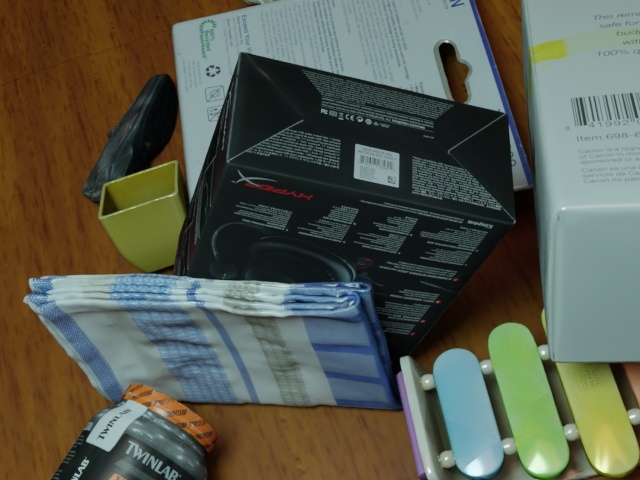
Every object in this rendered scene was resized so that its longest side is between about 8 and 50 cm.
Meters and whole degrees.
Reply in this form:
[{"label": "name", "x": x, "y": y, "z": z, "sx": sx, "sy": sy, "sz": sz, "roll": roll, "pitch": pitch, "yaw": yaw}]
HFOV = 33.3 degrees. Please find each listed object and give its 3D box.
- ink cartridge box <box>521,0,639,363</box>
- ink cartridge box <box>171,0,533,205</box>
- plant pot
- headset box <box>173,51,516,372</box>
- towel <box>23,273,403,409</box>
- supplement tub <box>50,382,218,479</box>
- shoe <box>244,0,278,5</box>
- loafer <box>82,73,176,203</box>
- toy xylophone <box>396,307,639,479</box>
[{"label": "ink cartridge box", "x": 0.316, "y": -0.090, "z": 0.885, "sx": 0.279, "sy": 0.160, "sz": 0.384, "roll": -2, "pitch": 40, "yaw": 9}, {"label": "ink cartridge box", "x": 0.021, "y": -0.127, "z": 1.107, "sx": 0.330, "sy": 0.071, "sz": 0.324, "roll": -11, "pitch": 56, "yaw": 3}, {"label": "plant pot", "x": -0.166, "y": -0.018, "z": 1.067, "sx": 0.081, "sy": 0.083, "sz": 0.081, "roll": -18, "pitch": 29, "yaw": 2}, {"label": "headset box", "x": 0.000, "y": 0.000, "z": 0.886, "sx": 0.218, "sy": 0.293, "sz": 0.110, "roll": 11, "pitch": 56, "yaw": -11}, {"label": "towel", "x": -0.083, "y": 0.094, "z": 0.903, "sx": 0.285, "sy": 0.209, "sz": 0.034, "roll": 0, "pitch": 56, "yaw": 13}, {"label": "supplement tub", "x": -0.173, "y": 0.224, "z": 0.899, "sx": 0.117, "sy": 0.117, "sz": 0.190, "roll": 20, "pitch": 65, "yaw": 25}, {"label": "shoe", "x": -0.073, "y": -0.322, "z": 1.268, "sx": 0.076, "sy": 0.058, "sz": 0.219, "roll": -26, "pitch": 57, "yaw": -28}, {"label": "loafer", "x": -0.207, "y": -0.112, "z": 1.160, "sx": 0.061, "sy": 0.062, "sz": 0.170, "roll": 6, "pitch": 58, "yaw": 23}, {"label": "toy xylophone", "x": 0.235, "y": 0.147, "z": 0.866, "sx": 0.323, "sy": 0.081, "sz": 0.236, "roll": -21, "pitch": 56, "yaw": 0}]
